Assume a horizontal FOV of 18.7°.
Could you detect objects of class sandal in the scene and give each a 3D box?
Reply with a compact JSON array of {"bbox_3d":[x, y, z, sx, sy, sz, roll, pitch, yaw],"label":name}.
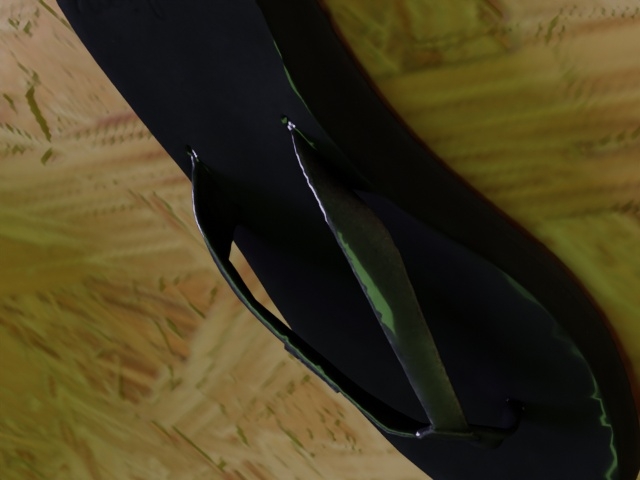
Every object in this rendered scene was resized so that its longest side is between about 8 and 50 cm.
[{"bbox_3d":[-0.001,0.000,0.593,0.254,0.054,0.097,49,137,-14],"label":"sandal"}]
